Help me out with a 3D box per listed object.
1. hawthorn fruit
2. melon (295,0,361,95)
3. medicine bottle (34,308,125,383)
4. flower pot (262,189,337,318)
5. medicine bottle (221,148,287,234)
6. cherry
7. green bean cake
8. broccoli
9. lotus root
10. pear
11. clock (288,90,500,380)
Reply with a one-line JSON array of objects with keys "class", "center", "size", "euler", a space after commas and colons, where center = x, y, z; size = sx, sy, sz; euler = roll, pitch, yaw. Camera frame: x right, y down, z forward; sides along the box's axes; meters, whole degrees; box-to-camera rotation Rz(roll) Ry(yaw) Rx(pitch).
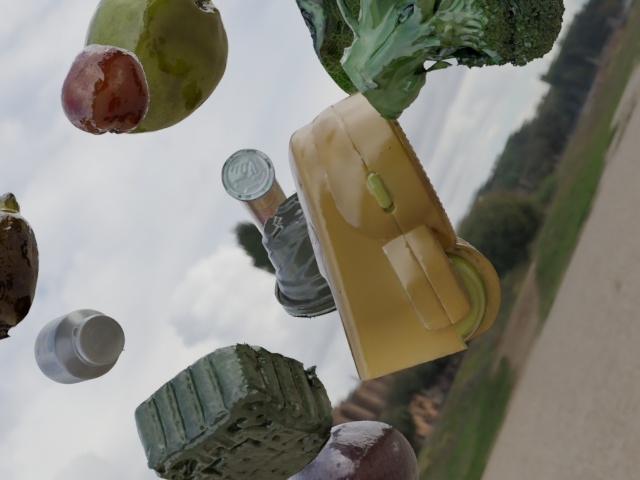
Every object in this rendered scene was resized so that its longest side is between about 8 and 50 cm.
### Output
[{"class": "hawthorn fruit", "center": [-0.319, -0.226, 1.851], "size": [0.133, 0.133, 0.138], "euler": [14, -107, -80]}, {"class": "melon", "center": [0.054, -0.351, 1.907], "size": [0.169, 0.129, 0.265], "euler": [-25, -86, -66]}, {"class": "medicine bottle", "center": [-0.452, 0.199, 2.364], "size": [0.215, 0.135, 0.135], "euler": [-21, 38, 58]}, {"class": "flower pot", "center": [0.000, 0.000, 1.985], "size": [0.140, 0.235, 0.235], "euler": [55, -137, -24]}, {"class": "medicine bottle", "center": [-0.113, -0.080, 2.631], "size": [0.426, 0.108, 0.108], "euler": [59, -126, -74]}, {"class": "cherry", "center": [0.051, 0.382, 1.975], "size": [0.213, 0.183, 0.266], "euler": [-28, -11, 4]}, {"class": "green bean cake", "center": [-0.107, 0.249, 1.682], "size": [0.222, 0.125, 0.227], "euler": [-40, -39, 17]}, {"class": "broccoli", "center": [0.115, -0.239, 1.231], "size": [0.241, 0.261, 0.269], "euler": [-45, 38, 15]}, {"class": "lotus root", "center": [-0.595, 0.052, 2.302], "size": [0.169, 0.141, 0.314], "euler": [77, -163, -69]}, {"class": "pear", "center": [-0.345, -0.360, 2.480], "size": [0.375, 0.287, 0.287], "euler": [-51, -6, 12]}, {"class": "clock", "center": [0.074, -0.017, 1.485], "size": [0.200, 0.317, 0.244], "euler": [-25, 5, 0]}]
